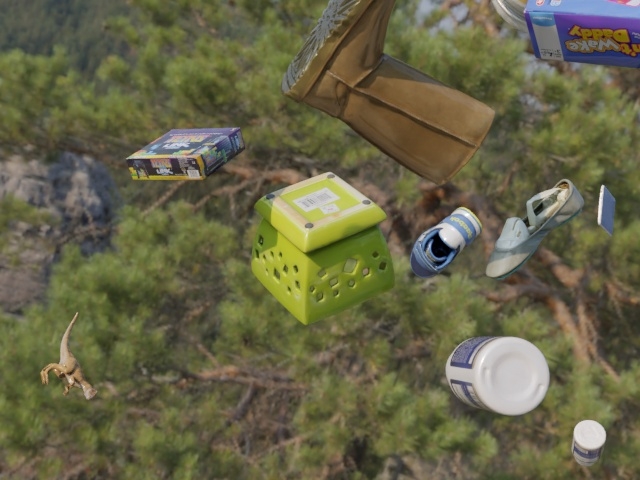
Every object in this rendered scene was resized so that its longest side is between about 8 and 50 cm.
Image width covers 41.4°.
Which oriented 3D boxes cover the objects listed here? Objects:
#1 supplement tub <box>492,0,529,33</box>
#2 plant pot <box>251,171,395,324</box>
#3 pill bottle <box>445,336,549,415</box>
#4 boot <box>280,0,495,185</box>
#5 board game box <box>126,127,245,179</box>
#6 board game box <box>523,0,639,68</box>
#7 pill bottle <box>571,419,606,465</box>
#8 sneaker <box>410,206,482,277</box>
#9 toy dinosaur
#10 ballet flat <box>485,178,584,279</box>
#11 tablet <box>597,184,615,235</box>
[{"bbox_3d":[0.421,-0.529,1.448,0.241,0.241,0.331,19,-21,7],"label":"supplement tub"},{"bbox_3d":[0.000,0.000,1.705,0.228,0.207,0.227,-22,40,-25],"label":"plant pot"},{"bbox_3d":[0.217,0.169,1.082,0.094,0.094,0.169,17,-8,-6],"label":"pill bottle"},{"bbox_3d":[0.116,-0.216,1.091,0.270,0.236,0.089,25,37,-24],"label":"boot"},{"bbox_3d":[-0.248,-0.161,1.568,0.170,0.048,0.141,2,31,31],"label":"board game box"},{"bbox_3d":[0.379,-0.333,0.858,0.233,0.347,0.078,15,-20,31],"label":"board game box"},{"bbox_3d":[0.581,0.444,1.840,0.067,0.067,0.120,23,-29,26],"label":"pill bottle"},{"bbox_3d":[0.144,0.012,1.061,0.053,0.144,0.059,44,56,7],"label":"sneaker"},{"bbox_3d":[-0.545,0.269,1.827,0.112,0.064,0.211,-15,59,-29],"label":"toy dinosaur"},{"bbox_3d":[0.335,-0.024,1.368,0.068,0.213,0.072,58,-16,-22],"label":"ballet flat"},{"bbox_3d":[0.386,-0.039,1.143,0.006,0.054,0.083,4,-9,30],"label":"tablet"}]
